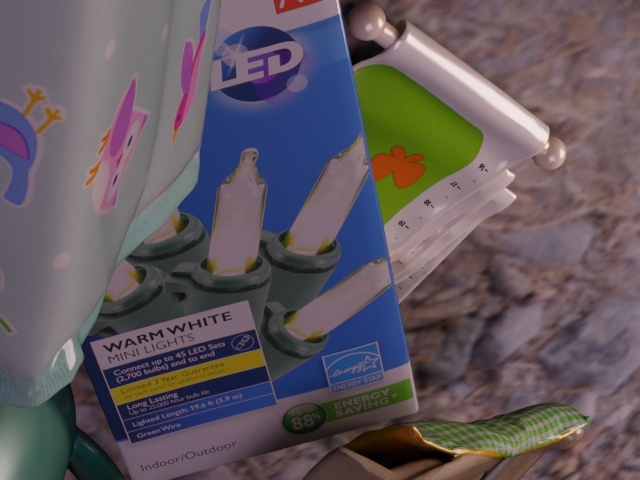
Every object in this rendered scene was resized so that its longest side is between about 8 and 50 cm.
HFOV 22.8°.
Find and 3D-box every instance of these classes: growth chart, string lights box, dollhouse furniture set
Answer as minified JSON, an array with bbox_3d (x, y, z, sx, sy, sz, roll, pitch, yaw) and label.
[{"bbox_3d":[0.000,0.000,0.743,0.172,0.021,0.237,20,123,-37],"label":"growth chart"},{"bbox_3d":[-0.048,-0.023,0.631,0.133,0.077,0.260,-16,134,-2],"label":"string lights box"},{"bbox_3d":[-0.043,0.149,0.790,0.301,0.151,0.197,-50,160,23],"label":"dollhouse furniture set"}]

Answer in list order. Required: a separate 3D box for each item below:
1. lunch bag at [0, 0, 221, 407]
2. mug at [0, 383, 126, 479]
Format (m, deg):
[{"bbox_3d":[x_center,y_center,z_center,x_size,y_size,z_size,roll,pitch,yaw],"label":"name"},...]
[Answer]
[{"bbox_3d":[-0.158,-0.107,0.414,0.262,0.160,0.223,18,127,6],"label":"lunch bag"},{"bbox_3d":[-0.162,0.087,0.678,0.129,0.097,0.158,-19,125,28],"label":"mug"}]
